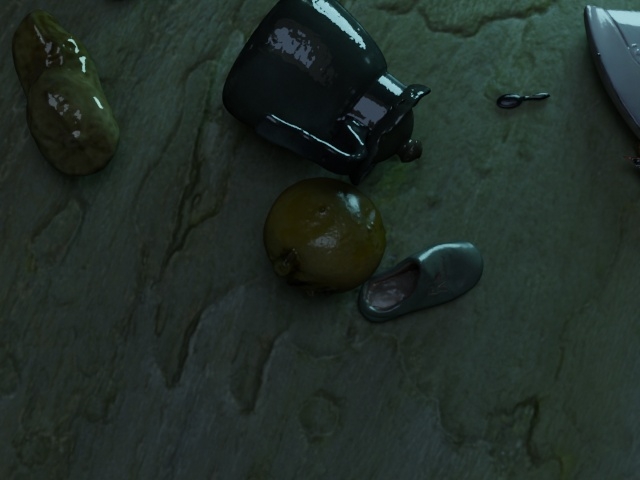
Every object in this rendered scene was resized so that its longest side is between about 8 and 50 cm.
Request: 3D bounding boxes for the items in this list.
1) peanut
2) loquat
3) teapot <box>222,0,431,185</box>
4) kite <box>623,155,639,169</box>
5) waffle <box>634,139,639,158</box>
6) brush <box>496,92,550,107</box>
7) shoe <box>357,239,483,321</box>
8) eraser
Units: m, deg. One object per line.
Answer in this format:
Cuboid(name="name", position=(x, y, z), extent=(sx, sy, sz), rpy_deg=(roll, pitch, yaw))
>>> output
Cuboid(name="peanut", position=(-0.373, -0.215, 1.800), extent=(0.122, 0.137, 0.253), rpy_deg=(-22, 71, 4))
Cuboid(name="loquat", position=(0.000, 0.000, 1.727), extent=(0.172, 0.149, 0.204), rpy_deg=(40, 45, 9))
Cuboid(name="teapot", position=(0.026, -0.203, 1.741), extent=(0.285, 0.305, 0.223), rpy_deg=(36, 92, 2))
Cuboid(name="kite", position=(0.552, -0.059, 1.831), extent=(0.189, 0.009, 0.232), rpy_deg=(-37, 76, -12))
Cuboid(name="waffle", position=(0.532, -0.098, 1.859), extent=(0.092, 0.021, 0.135), rpy_deg=(-15, 73, -8))
Cuboid(name="brush", position=(0.310, -0.216, 1.897), extent=(0.083, 0.008, 0.024), rpy_deg=(-7, 68, -5))
Cuboid(name="shoe", position=(0.145, 0.054, 1.761), extent=(0.195, 0.078, 0.079), rpy_deg=(-22, 73, -6))
Cuboid(name="eraser", position=(0.502, -0.246, 1.889), extent=(0.204, 0.059, 0.243), rpy_deg=(5, 67, -1))
